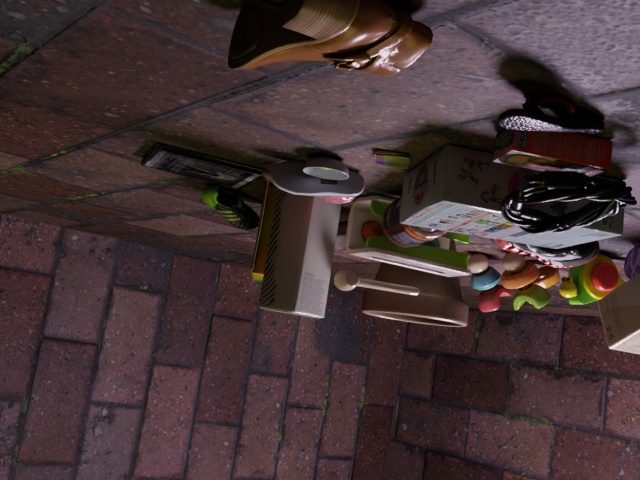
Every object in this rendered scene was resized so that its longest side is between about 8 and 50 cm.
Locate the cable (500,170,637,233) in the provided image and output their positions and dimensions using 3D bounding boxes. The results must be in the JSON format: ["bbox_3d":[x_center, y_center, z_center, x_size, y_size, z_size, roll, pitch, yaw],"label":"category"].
[{"bbox_3d":[0.357,-0.048,1.069,0.185,0.047,0.150,0,154,-1],"label":"cable"}]

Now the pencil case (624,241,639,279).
[{"bbox_3d":[0.774,0.066,1.661,0.206,0.088,0.086,12,174,-26],"label":"pencil case"}]

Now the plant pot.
[{"bbox_3d":[0.247,0.085,1.850,0.263,0.229,0.263,9,172,1],"label":"plant pot"}]

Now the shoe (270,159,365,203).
[{"bbox_3d":[-0.010,-0.105,1.409,0.178,0.063,0.081,6,167,-9],"label":"shoe"}]

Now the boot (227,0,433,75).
[{"bbox_3d":[0.003,-0.199,0.759,0.152,0.072,0.197,9,175,-32],"label":"boot"}]

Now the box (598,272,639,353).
[{"bbox_3d":[0.741,0.120,1.546,0.148,0.121,0.311,11,146,-16],"label":"box"}]

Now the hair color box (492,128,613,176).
[{"bbox_3d":[0.318,-0.122,1.025,0.141,0.043,0.072,10,172,-7],"label":"hair color box"}]

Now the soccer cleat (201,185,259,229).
[{"bbox_3d":[-0.200,-0.075,1.758,0.072,0.060,0.179,-6,151,43],"label":"soccer cleat"}]

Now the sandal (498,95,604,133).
[{"bbox_3d":[0.280,-0.154,0.905,0.179,0.040,0.067,-3,-174,-39],"label":"sandal"}]

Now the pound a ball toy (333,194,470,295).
[{"bbox_3d":[0.169,0.029,1.633,0.319,0.208,0.136,12,171,-27],"label":"pound a ball toy"}]

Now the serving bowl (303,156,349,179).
[{"bbox_3d":[0.011,-0.132,1.330,0.083,0.027,0.083,9,171,1],"label":"serving bowl"}]

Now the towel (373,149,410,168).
[{"bbox_3d":[0.122,-0.135,1.257,0.060,0.009,0.083,7,172,8],"label":"towel"}]

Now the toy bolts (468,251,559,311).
[{"bbox_3d":[0.525,0.084,2.066,0.228,0.158,0.218,-15,-163,46],"label":"toy bolts"}]

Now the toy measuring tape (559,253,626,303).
[{"bbox_3d":[0.727,0.076,1.854,0.330,0.121,0.121,-12,179,-21],"label":"toy measuring tape"}]

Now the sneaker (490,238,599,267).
[{"bbox_3d":[0.469,-0.004,1.472,0.276,0.097,0.135,15,172,-29],"label":"sneaker"}]

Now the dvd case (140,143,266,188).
[{"bbox_3d":[-0.240,-0.148,1.514,0.221,0.018,0.164,13,170,-22],"label":"dvd case"}]

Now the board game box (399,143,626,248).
[{"bbox_3d":[0.312,-0.064,1.252,0.303,0.097,0.224,9,171,-10],"label":"board game box"}]

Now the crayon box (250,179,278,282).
[{"bbox_3d":[-0.106,-0.005,1.702,0.081,0.202,0.318,9,172,-3],"label":"crayon box"}]

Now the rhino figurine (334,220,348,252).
[{"bbox_3d":[0.053,-0.011,1.788,0.243,0.073,0.106,-12,176,-42],"label":"rhino figurine"}]

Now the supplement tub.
[{"bbox_3d":[0.194,-0.047,1.445,0.106,0.106,0.198,10,172,-9],"label":"supplement tub"}]

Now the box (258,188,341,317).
[{"bbox_3d":[-0.037,0.013,1.503,0.094,0.275,0.113,3,169,35],"label":"box"}]
